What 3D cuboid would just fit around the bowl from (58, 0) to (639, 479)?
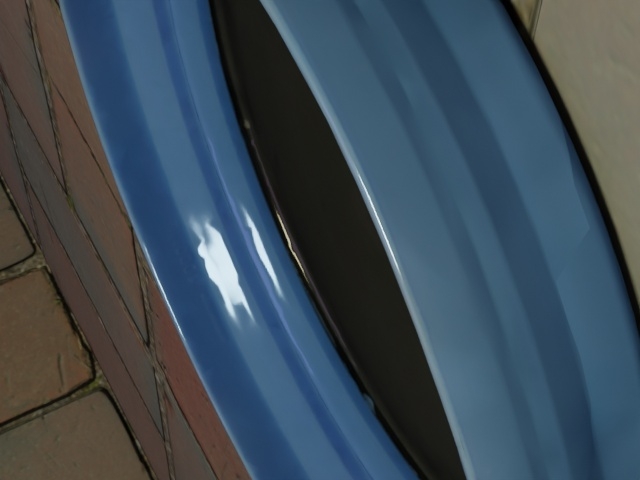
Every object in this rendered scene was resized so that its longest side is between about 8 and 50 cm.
[{"bbox_3d":[0.000,0.000,0.616,0.391,0.077,0.391,57,162,29],"label":"bowl"}]
